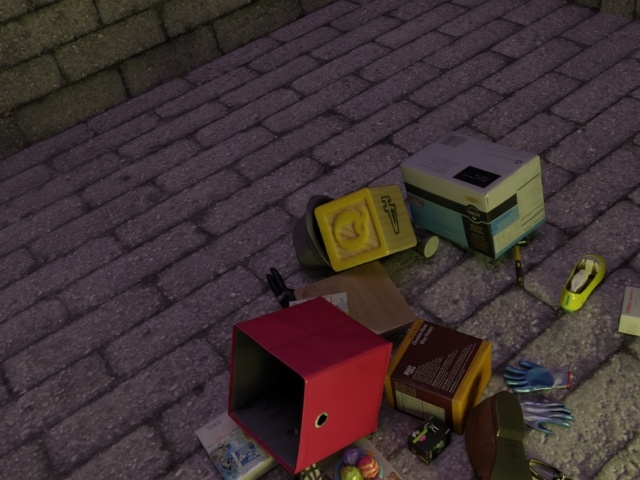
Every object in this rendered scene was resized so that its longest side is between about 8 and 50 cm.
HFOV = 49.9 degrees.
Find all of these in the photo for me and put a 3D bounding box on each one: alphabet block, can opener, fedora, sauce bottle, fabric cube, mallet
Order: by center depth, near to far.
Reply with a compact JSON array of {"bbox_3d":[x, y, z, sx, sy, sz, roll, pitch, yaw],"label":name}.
[{"bbox_3d":[-0.029,0.315,1.551,0.258,0.254,0.259,-13,31,-40],"label":"fabric cube"},{"bbox_3d":[0.129,-0.039,1.934,0.192,0.194,0.197,-22,-4,33],"label":"alphabet block"},{"bbox_3d":[0.547,0.054,1.940,0.062,0.039,0.190,2,46,17],"label":"mallet"},{"bbox_3d":[-0.115,0.143,1.996,0.059,0.073,0.186,-56,41,9],"label":"can opener"},{"bbox_3d":[0.000,0.000,2.031,0.124,0.243,0.276,-26,40,31],"label":"fedora"},{"bbox_3d":[0.204,-0.047,2.083,0.344,0.111,0.111,28,54,36],"label":"sauce bottle"}]

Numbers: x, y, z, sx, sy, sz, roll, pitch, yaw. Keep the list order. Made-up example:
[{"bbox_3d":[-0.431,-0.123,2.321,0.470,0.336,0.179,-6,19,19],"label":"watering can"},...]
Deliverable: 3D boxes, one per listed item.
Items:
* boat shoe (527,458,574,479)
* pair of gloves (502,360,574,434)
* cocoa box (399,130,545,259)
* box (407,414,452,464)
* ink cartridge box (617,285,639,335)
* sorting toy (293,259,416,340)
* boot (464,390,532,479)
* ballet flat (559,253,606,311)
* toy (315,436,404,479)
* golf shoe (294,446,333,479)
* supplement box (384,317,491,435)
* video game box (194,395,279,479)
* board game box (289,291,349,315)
[{"bbox_3d":[0.490,0.496,1.436,0.125,0.038,0.046,25,52,36],"label":"boat shoe"},{"bbox_3d":[0.505,0.362,1.601,0.159,0.023,0.198,1,41,16],"label":"pair of gloves"},{"bbox_3d":[0.442,-0.140,2.006,0.231,0.228,0.347,-33,36,-22],"label":"cocoa box"},{"bbox_3d":[0.246,0.447,1.544,0.083,0.052,0.062,-35,45,-26],"label":"box"},{"bbox_3d":[0.821,0.182,1.696,0.150,0.063,0.109,10,45,24],"label":"ink cartridge box"},{"bbox_3d":[0.092,0.201,1.839,0.255,0.089,0.257,-20,40,-9],"label":"sorting toy"},{"bbox_3d":[0.370,0.481,1.459,0.112,0.115,0.305,26,51,-23],"label":"boot"},{"bbox_3d":[0.699,0.093,1.819,0.077,0.077,0.231,19,49,33],"label":"ballet flat"},{"bbox_3d":[0.093,0.513,1.505,0.136,0.056,0.237,-28,43,-20],"label":"toy"},{"bbox_3d":[-0.011,0.531,1.508,0.093,0.077,0.198,-1,45,-7],"label":"golf shoe"},{"bbox_3d":[0.279,0.317,1.626,0.194,0.129,0.191,16,48,29],"label":"supplement box"},{"bbox_3d":[-0.167,0.468,1.629,0.205,0.048,0.187,-30,41,-19],"label":"video game box"},{"bbox_3d":[-0.002,0.191,1.783,0.154,0.026,0.103,-10,40,3],"label":"board game box"}]
